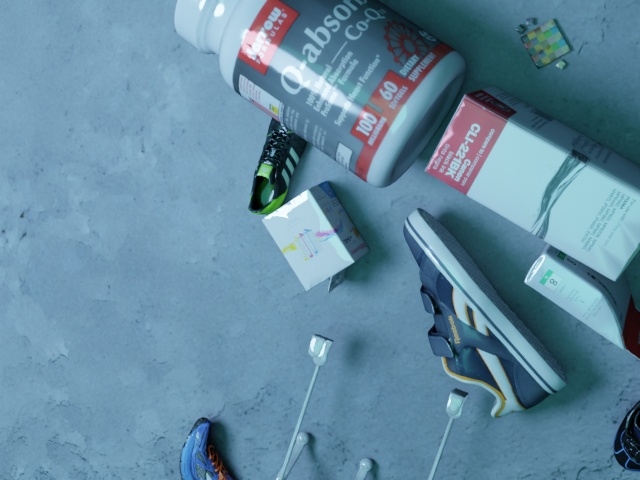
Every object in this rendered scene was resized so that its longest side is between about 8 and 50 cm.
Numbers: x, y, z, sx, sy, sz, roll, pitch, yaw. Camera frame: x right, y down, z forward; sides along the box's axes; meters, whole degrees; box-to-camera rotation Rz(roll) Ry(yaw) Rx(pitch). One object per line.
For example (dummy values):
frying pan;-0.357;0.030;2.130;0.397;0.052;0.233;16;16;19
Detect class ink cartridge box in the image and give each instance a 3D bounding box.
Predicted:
ink cartridge box;0.381;0.075;1.221;0.224;0.181;0.056;34;113;11
ink cartridge box;0.296;-0.081;1.211;0.273;0.197;0.114;31;111;12
ink cartridge box;0.000;0.000;1.391;0.090;0.092;0.143;-33;90;22

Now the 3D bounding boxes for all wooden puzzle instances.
wooden puzzle;0.303;-0.265;1.274;0.049;0.006;0.083;-29;90;22

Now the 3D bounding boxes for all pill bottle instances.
pill bottle;-0.004;-0.250;1.278;0.363;0.210;0.210;35;110;10

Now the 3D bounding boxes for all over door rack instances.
over door rack;0.069;0.317;1.420;0.239;0.108;0.324;20;107;14

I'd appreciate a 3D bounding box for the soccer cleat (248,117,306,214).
soccer cleat;-0.064;-0.120;1.399;0.060;0.072;0.179;20;107;15

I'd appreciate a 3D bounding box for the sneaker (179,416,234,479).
sneaker;-0.177;0.392;1.550;0.087;0.083;0.221;-2;106;6

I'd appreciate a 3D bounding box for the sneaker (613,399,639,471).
sneaker;0.428;0.248;1.237;0.081;0.090;0.232;53;150;27

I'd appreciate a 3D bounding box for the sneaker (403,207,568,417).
sneaker;0.197;0.110;1.324;0.127;0.126;0.321;-39;88;16
